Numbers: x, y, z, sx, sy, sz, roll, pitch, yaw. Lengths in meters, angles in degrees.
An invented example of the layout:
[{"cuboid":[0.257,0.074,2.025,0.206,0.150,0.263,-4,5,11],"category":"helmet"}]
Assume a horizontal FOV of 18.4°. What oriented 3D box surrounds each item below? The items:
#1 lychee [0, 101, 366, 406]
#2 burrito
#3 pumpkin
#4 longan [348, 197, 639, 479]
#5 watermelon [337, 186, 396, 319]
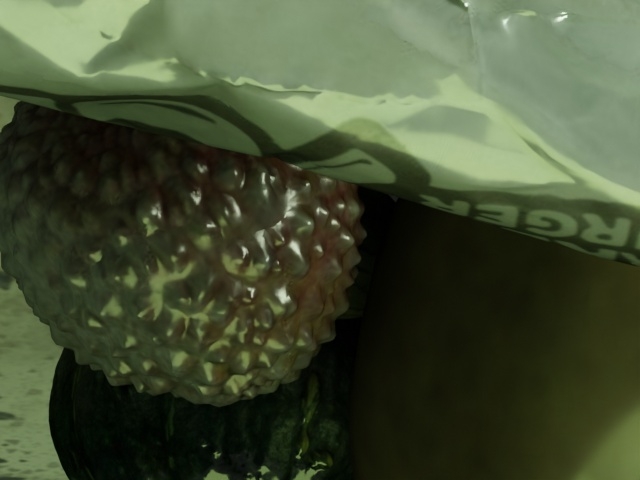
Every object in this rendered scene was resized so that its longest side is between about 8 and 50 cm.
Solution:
[{"cuboid":[-0.062,-0.023,0.837,0.165,0.165,0.197,-10,119,13],"category":"lychee"},{"cuboid":[-0.003,-0.073,0.562,0.445,0.139,0.101,15,125,-10],"category":"burrito"},{"cuboid":[-0.041,0.101,1.066,0.211,0.152,0.211,7,-179,0],"category":"pumpkin"},{"cuboid":[0.148,0.075,0.901,0.288,0.288,0.350,-2,120,-4],"category":"longan"},{"cuboid":[0.000,0.000,0.979,0.078,0.078,0.110,-26,147,38],"category":"watermelon"}]
